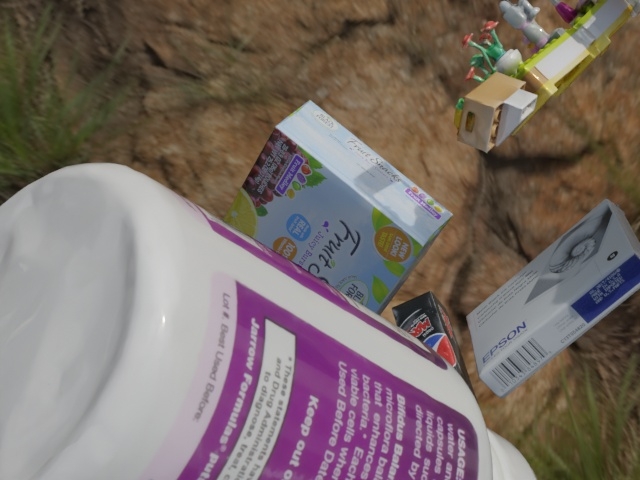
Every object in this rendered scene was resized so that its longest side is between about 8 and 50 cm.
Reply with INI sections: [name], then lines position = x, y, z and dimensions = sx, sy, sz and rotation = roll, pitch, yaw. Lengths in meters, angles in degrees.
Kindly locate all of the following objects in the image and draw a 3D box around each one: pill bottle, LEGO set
[pill bottle]
position = -0.027, 0.100, 0.631
dimensions = 0.169, 0.301, 0.169
rotation = -24, 50, 33
[LEGO set]
position = 0.167, -0.177, 0.976
dimensions = 0.287, 0.132, 0.107
rotation = -43, 85, -14

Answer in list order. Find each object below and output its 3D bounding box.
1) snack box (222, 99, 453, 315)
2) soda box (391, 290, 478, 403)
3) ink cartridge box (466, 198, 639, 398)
[snack box]
position = 0.000, 0.000, 1.286
dimensions = 0.174, 0.070, 0.207
rotation = 40, 134, 6
[soda box]
position = 0.136, 0.147, 1.571
dimensions = 0.053, 0.060, 0.169
rotation = -25, 57, 13
[ink cartridge box]
position = 0.263, 0.051, 1.550
dimensions = 0.223, 0.224, 0.045
rotation = -42, 105, 15
